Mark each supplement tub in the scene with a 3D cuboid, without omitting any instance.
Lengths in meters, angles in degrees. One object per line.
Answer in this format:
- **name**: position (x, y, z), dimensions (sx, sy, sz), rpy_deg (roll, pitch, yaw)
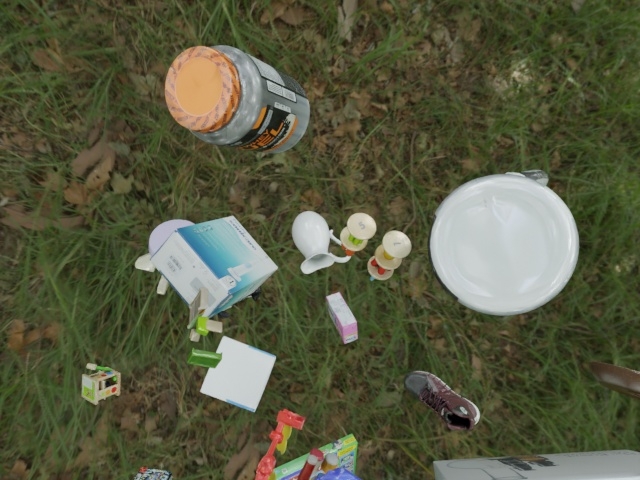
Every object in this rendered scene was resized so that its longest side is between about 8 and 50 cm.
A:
- **supplement tub**: position (-0.166, -0.293, 0.985), dimensions (0.193, 0.316, 0.194), rpy_deg (3, 96, 23)
- **supplement tub**: position (0.308, 0.011, 0.796), dimensions (0.207, 0.338, 0.207), rpy_deg (-1, 88, 22)

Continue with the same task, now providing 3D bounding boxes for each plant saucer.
- **plant saucer**: position (0.639, 0.295, 0.919), dimensions (0.198, 0.198, 0.036), rpy_deg (26, 80, -17)

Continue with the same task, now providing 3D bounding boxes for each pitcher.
- **pitcher**: position (0.000, 0.000, 1.551), dimensions (0.177, 0.125, 0.207), rpy_deg (-5, 49, -13)

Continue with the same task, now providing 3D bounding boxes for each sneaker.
- **sneaker**: position (0.494, -0.083, 1.173), dimensions (0.108, 0.271, 0.100), rpy_deg (-16, 65, -7)
- **sneaker**: position (0.404, 0.548, 1.572), dimensions (0.281, 0.162, 0.106), rpy_deg (25, 98, 20)

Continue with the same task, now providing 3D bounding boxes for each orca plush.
- **orca plush**: position (-0.381, 0.228, 1.818), dimensions (0.102, 0.287, 0.151), rpy_deg (32, 59, -60)

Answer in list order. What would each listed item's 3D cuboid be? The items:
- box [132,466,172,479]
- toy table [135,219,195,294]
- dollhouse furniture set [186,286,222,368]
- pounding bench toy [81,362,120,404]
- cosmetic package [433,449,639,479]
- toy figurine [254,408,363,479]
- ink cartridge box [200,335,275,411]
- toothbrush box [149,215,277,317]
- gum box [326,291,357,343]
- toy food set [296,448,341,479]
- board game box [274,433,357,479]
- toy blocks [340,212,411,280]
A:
- **box**: position (-0.465, 0.669, 1.213), dimensions (0.093, 0.137, 0.027), rpy_deg (2, 118, 12)
- **toy table**: position (-0.527, 0.058, 1.664), dimensions (0.252, 0.274, 0.161), rpy_deg (21, 117, 2)
- **dollhouse furniture set**: position (-0.226, 0.171, 0.915), dimensions (0.058, 0.076, 0.152), rpy_deg (17, 40, -26)
- **pounding bench toy**: position (-0.473, 0.299, 1.003), dimensions (0.065, 0.052, 0.083), rpy_deg (-9, 107, -58)
- **cosmetic package**: position (0.393, 0.419, 0.763), dimensions (0.377, 0.284, 0.097), rpy_deg (-6, 73, 6)
- **toy figurine**: position (-0.018, 0.464, 0.677), dimensions (0.217, 0.191, 0.363), rpy_deg (17, 94, 5)
- **ink cartridge box**: position (-0.297, 0.474, 1.663), dimensions (0.198, 0.270, 0.197), rpy_deg (23, 74, -5)
- **toothbrush box**: position (-0.278, 0.064, 1.269), dimensions (0.126, 0.295, 0.216), rpy_deg (-44, 85, 21)
- **gum box**: position (0.084, 0.309, 1.877), dimensions (0.062, 0.188, 0.107), rpy_deg (-18, 131, -12)
- **toy food set**: position (0.007, 0.579, 1.135), dimensions (0.111, 0.232, 0.105), rpy_deg (24, 104, 3)
- **board game box**: position (-0.018, 0.840, 1.669), dimensions (0.317, 0.046, 0.214), rpy_deg (-15, 127, -22)
- **toy blocks**: position (0.089, 0.022, 0.861), dimensions (0.123, 0.148, 0.054), rpy_deg (28, 61, 3)
